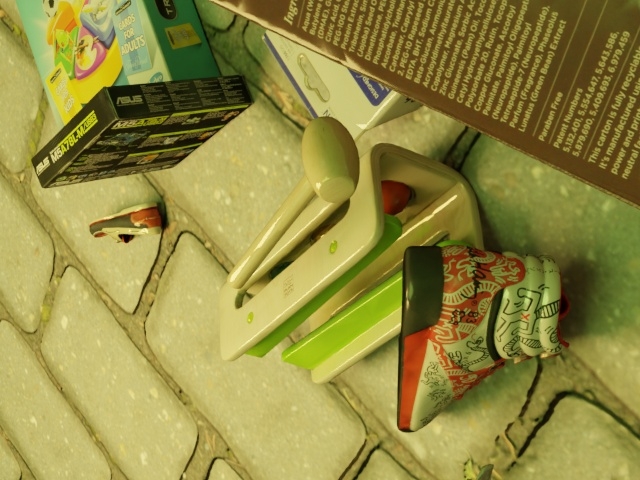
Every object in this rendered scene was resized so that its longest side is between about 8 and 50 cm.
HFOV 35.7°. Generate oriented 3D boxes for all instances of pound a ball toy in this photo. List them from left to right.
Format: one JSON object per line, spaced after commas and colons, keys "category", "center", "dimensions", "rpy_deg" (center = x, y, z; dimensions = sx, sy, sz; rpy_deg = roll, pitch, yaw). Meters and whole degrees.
{"category": "pound a ball toy", "center": [0.000, 0.000, 0.941], "dimensions": [0.319, 0.208, 0.136], "rpy_deg": [-42, 40, 42]}

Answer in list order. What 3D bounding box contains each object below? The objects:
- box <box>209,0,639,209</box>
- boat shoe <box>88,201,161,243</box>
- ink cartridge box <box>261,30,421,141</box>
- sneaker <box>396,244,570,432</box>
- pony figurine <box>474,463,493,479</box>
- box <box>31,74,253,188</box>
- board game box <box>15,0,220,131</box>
{"category": "box", "center": [0.128, -0.178, 0.711], "dimensions": [0.381, 0.191, 0.143], "rpy_deg": [27, 124, 20]}
{"category": "boat shoe", "center": [-0.258, -0.017, 1.309], "dimensions": [0.137, 0.049, 0.043], "rpy_deg": [-14, 92, 41]}
{"category": "ink cartridge box", "center": [0.084, -0.239, 0.899], "dimensions": [0.333, 0.065, 0.165], "rpy_deg": [-45, 69, 40]}
{"category": "sneaker", "center": [0.143, 0.101, 0.897], "dimensions": [0.270, 0.145, 0.090], "rpy_deg": [87, -174, -53]}
{"category": "pony figurine", "center": [0.262, 0.310, 0.729], "dimensions": [0.351, 0.303, 0.363], "rpy_deg": [56, 154, 24]}
{"category": "box", "center": [-0.202, -0.123, 1.123], "dimensions": [0.184, 0.191, 0.045], "rpy_deg": [-33, 77, 45]}
{"category": "board game box", "center": [-0.274, -0.290, 1.236], "dimensions": [0.254, 0.079, 0.336], "rpy_deg": [-28, 80, 45]}
